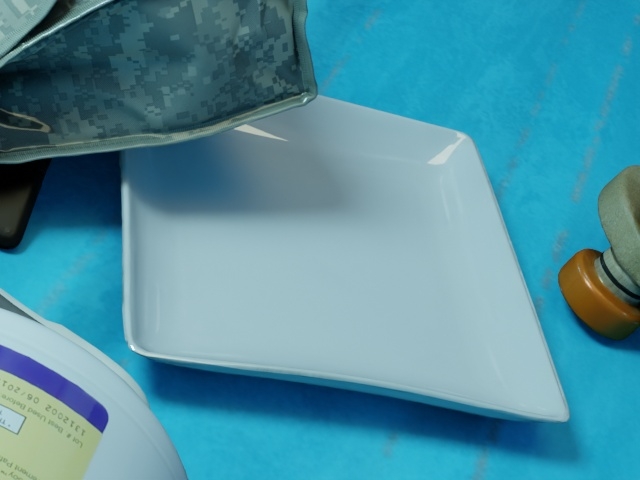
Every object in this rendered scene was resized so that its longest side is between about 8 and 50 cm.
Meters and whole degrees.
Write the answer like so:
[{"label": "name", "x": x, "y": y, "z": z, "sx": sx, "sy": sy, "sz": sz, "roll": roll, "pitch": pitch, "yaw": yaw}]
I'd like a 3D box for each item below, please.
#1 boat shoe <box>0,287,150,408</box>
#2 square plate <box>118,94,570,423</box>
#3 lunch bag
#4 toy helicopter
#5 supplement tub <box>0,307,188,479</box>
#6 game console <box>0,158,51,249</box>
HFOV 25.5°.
[{"label": "boat shoe", "x": -0.257, "y": 0.053, "z": 0.845, "sx": 0.335, "sy": 0.112, "sz": 0.095, "roll": 32, "pitch": 32, "yaw": 0}, {"label": "square plate", "x": 0.000, "y": 0.000, "z": 1.119, "sx": 0.347, "sy": 0.049, "sz": 0.344, "roll": 11, "pitch": 40, "yaw": -21}, {"label": "lunch bag", "x": -0.182, "y": -0.179, "z": 1.063, "sx": 0.287, "sy": 0.169, "sz": 0.235, "roll": -20, "pitch": 41, "yaw": -19}, {"label": "toy helicopter", "x": 0.388, "y": 0.066, "z": 1.252, "sx": 0.355, "sy": 0.140, "sz": 0.235, "roll": 43, "pitch": 29, "yaw": 2}, {"label": "supplement tub", "x": -0.204, "y": 0.205, "z": 0.591, "sx": 0.241, "sy": 0.241, "sz": 0.331, "roll": 24, "pitch": 37, "yaw": -5}, {"label": "game console", "x": -0.267, "y": -0.050, "z": 1.042, "sx": 0.122, "sy": 0.071, "sz": 0.107, "roll": 19, "pitch": 68, "yaw": -10}]
